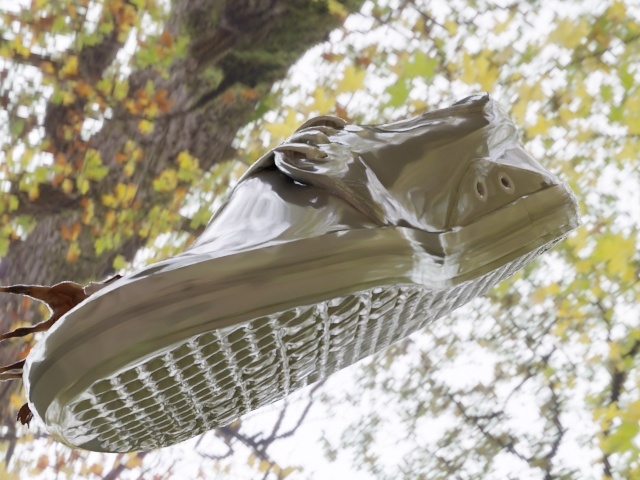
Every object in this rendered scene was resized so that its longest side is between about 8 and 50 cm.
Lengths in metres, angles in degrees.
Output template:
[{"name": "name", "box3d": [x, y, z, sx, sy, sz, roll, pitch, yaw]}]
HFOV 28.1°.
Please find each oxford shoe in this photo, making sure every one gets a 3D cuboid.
[{"name": "oxford shoe", "box3d": [0.000, 0.000, 0.696, 0.449, 0.169, 0.130, -20, -104, -55]}]

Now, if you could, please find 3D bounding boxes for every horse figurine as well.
[{"name": "horse figurine", "box3d": [-0.292, 0.110, 1.416, 0.175, 0.263, 0.066, -8, -125, -17]}]
